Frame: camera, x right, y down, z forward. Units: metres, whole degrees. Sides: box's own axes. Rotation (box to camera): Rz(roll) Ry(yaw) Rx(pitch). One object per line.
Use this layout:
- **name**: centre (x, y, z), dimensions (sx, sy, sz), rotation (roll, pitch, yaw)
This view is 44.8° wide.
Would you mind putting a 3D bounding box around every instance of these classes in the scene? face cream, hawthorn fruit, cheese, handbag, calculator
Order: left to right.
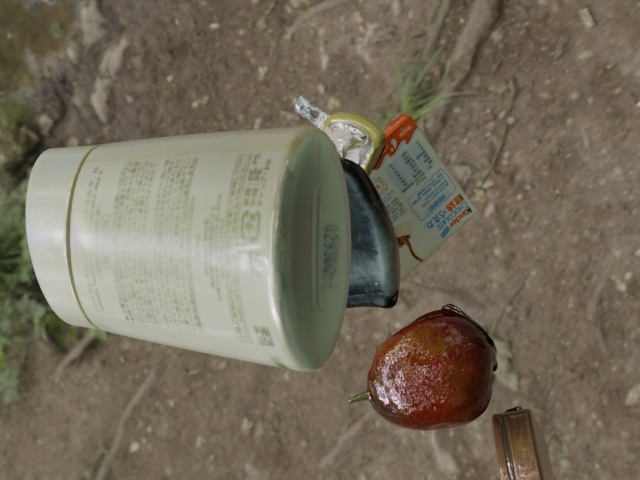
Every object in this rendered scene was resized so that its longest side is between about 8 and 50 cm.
- **face cream**: centre (-0.130, 0.001, 0.645), dimensions (0.348, 0.081, 0.173), rotation (2, 93, 41)
- **calculator**: centre (0.000, 0.000, 0.922), dimensions (0.177, 0.040, 0.268), rotation (-8, 132, 16)
- **cheese**: centre (0.025, -0.168, 1.172), dimensions (0.162, 0.036, 0.086), rotation (40, 129, 22)
- **hawthorn fruit**: centre (0.160, 0.210, 1.231), dimensions (0.189, 0.251, 0.189), rotation (166, 90, -84)
- **handbag**: centre (0.342, 0.366, 1.305), dimensions (0.072, 0.151, 0.193), rotation (-15, 147, 19)

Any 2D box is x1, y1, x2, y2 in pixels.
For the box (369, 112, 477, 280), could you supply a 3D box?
- **box**: centre (0.141, -0.066, 1.544), dimensions (0.265, 0.273, 0.048), rotation (51, 176, -24)
